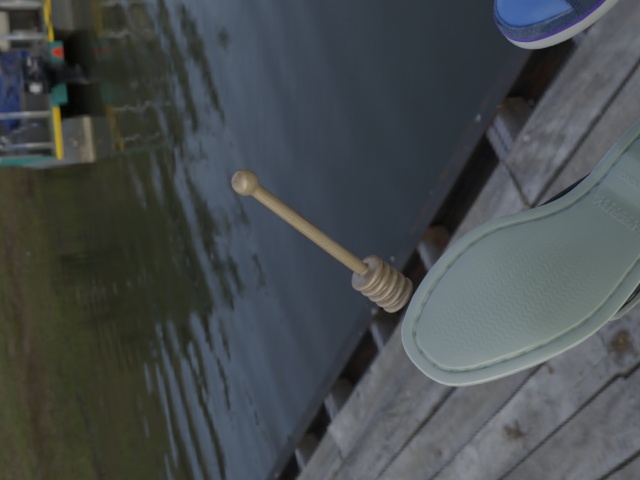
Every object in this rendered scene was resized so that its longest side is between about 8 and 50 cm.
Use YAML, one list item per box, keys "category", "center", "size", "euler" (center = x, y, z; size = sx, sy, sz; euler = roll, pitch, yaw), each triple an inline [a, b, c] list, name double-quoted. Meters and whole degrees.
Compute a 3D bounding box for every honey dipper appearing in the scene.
- category: "honey dipper"
  center: [0.000, 0.000, 0.617]
  size: [0.030, 0.160, 0.030]
  euler: [-39, 30, 29]

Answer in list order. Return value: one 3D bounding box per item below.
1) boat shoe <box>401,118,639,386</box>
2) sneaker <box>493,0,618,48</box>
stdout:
- category: "boat shoe"
  center: [0.190, 0.015, 0.646]
  size: [0.114, 0.302, 0.091]
  euler: [54, 169, 26]
- category: "sneaker"
  center: [0.213, -0.319, 0.761]
  size: [0.323, 0.236, 0.130]
  euler: [-44, 54, 36]
